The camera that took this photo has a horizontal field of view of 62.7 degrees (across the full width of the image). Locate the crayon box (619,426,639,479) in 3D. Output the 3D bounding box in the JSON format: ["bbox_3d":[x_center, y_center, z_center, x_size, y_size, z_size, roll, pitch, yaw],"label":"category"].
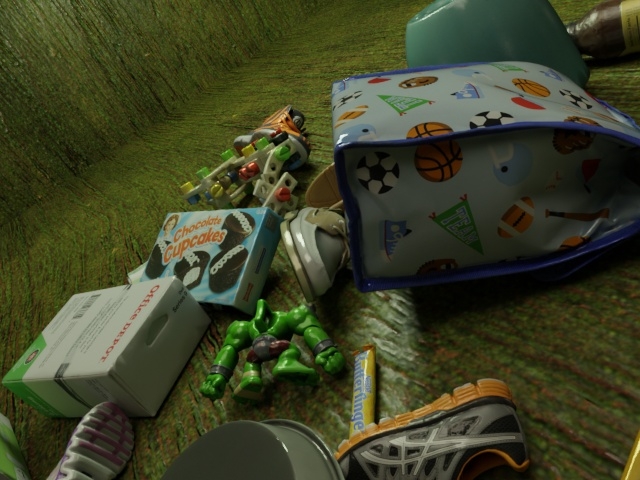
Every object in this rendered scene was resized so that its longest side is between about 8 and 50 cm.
[{"bbox_3d":[0.346,0.158,0.362,0.203,0.083,0.323,8,47,48],"label":"crayon box"}]

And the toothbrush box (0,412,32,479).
[{"bbox_3d":[-0.594,0.328,0.831,0.122,0.206,0.283,-45,33,-22],"label":"toothbrush box"}]

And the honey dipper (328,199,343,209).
[{"bbox_3d":[-0.001,-0.045,1.008,0.160,0.030,0.030,-30,29,17],"label":"honey dipper"}]

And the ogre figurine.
[{"bbox_3d":[-0.067,0.151,0.734,0.197,0.097,0.118,-30,40,25],"label":"ogre figurine"}]

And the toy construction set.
[{"bbox_3d":[-0.163,-0.146,1.202,0.327,0.151,0.215,11,43,46],"label":"toy construction set"}]

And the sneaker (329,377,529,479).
[{"bbox_3d":[0.098,0.214,0.509,0.214,0.084,0.083,-31,48,12],"label":"sneaker"}]

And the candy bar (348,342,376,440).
[{"bbox_3d":[0.051,0.190,0.636,0.040,0.018,0.162,-38,24,29],"label":"candy bar"}]

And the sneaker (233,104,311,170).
[{"bbox_3d":[-0.093,-0.284,1.373,0.180,0.125,0.321,-44,32,-20],"label":"sneaker"}]

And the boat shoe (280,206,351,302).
[{"bbox_3d":[0.000,0.000,0.850,0.103,0.113,0.302,-17,20,2],"label":"boat shoe"}]

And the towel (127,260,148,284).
[{"bbox_3d":[-0.378,0.078,1.191,0.113,0.023,0.152,-40,31,-13],"label":"towel"}]

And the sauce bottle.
[{"bbox_3d":[0.574,-0.399,0.958,0.344,0.111,0.111,-2,40,39],"label":"sauce bottle"}]

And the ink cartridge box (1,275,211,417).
[{"bbox_3d":[-0.367,0.189,0.915,0.289,0.122,0.211,-11,35,31],"label":"ink cartridge box"}]

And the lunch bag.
[{"bbox_3d":[0.217,-0.109,0.713,0.385,0.239,0.328,-9,31,5],"label":"lunch bag"}]

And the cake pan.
[{"bbox_3d":[-0.100,0.305,0.504,0.293,0.054,0.293,-31,35,25],"label":"cake pan"}]

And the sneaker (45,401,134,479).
[{"bbox_3d":[-0.341,0.332,0.719,0.104,0.095,0.236,-27,30,23],"label":"sneaker"}]

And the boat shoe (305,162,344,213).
[{"bbox_3d":[0.096,-0.139,1.035,0.277,0.098,0.096,-33,3,12],"label":"boat shoe"}]

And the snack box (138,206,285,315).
[{"bbox_3d":[-0.221,0.035,1.015,0.321,0.060,0.187,-1,64,42],"label":"snack box"}]

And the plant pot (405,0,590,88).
[{"bbox_3d":[0.289,-0.335,0.945,0.293,0.235,0.293,-30,21,13],"label":"plant pot"}]
